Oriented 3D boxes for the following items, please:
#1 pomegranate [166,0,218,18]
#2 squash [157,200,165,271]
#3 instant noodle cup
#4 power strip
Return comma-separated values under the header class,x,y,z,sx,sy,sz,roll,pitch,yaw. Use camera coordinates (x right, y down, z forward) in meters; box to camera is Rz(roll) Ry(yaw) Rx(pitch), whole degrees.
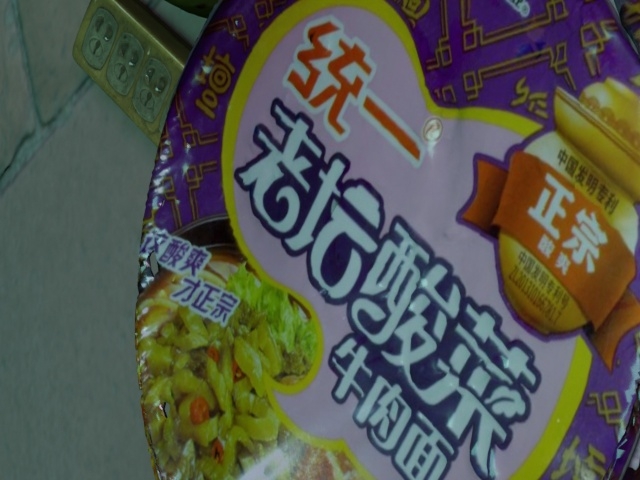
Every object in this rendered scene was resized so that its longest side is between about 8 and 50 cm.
class,x,y,z,sx,sy,sz,roll,pitch,yaw
pomegranate,-0.034,-0.196,1.144,0.181,0.181,0.224,-45,70,38
squash,-0.003,-0.003,1.064,0.193,0.156,0.193,-45,33,41
instant noodle cup,0.113,0.025,0.811,0.340,0.266,0.340,-15,71,50
power strip,-0.102,-0.100,1.304,0.305,0.044,0.064,44,117,47
